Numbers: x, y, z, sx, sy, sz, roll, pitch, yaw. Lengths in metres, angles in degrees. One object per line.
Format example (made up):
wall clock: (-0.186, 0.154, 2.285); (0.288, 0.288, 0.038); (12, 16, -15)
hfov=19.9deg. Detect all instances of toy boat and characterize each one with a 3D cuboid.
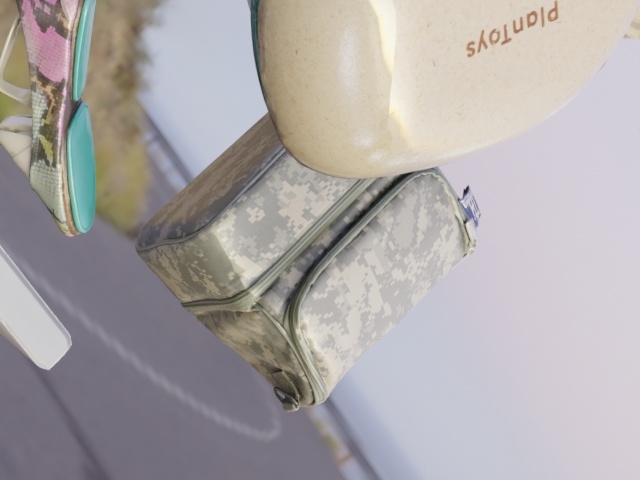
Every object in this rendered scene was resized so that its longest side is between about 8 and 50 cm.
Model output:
toy boat: (0.064, -0.201, 0.989); (0.148, 0.267, 0.318); (29, -50, 46)

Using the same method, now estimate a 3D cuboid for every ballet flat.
ballet flat: (-0.217, -0.109, 1.437); (0.077, 0.079, 0.221); (-75, 171, -61)

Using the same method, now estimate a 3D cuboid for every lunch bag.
lunch bag: (0.000, 0.000, 1.961); (0.256, 0.305, 0.212); (51, -23, -15)

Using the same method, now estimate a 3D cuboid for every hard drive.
hard drive: (-0.406, -0.030, 1.804); (0.353, 0.047, 0.233); (35, -16, 36)

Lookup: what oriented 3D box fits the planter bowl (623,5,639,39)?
planter bowl: (0.330, -0.278, 1.930); (0.162, 0.162, 0.109); (55, 0, -43)

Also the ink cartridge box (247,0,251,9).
ink cartridge box: (0.040, -0.353, 2.352); (0.233, 0.171, 0.168); (15, 38, -29)
